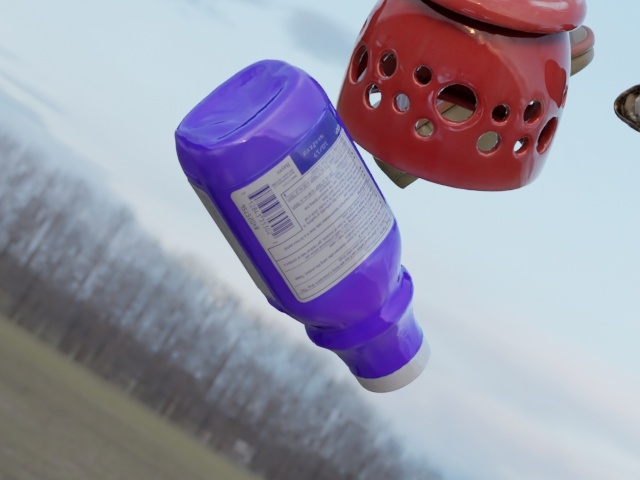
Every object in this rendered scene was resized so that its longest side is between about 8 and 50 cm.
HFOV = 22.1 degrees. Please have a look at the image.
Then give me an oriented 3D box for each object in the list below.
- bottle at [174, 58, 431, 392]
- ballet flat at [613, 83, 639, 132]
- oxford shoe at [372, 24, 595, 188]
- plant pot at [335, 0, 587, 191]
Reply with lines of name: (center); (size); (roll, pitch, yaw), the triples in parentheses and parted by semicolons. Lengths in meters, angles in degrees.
bottle: (0.000, 0.000, 1.239); (0.092, 0.118, 0.283); (32, -21, 52)
ballet flat: (0.335, -0.109, 1.412); (0.079, 0.076, 0.221); (-5, 7, -30)
oxford shoe: (0.225, -0.184, 2.234); (0.130, 0.348, 0.123); (58, 22, -24)
plant pot: (0.125, -0.159, 1.388); (0.191, 0.174, 0.191); (14, 26, -7)
